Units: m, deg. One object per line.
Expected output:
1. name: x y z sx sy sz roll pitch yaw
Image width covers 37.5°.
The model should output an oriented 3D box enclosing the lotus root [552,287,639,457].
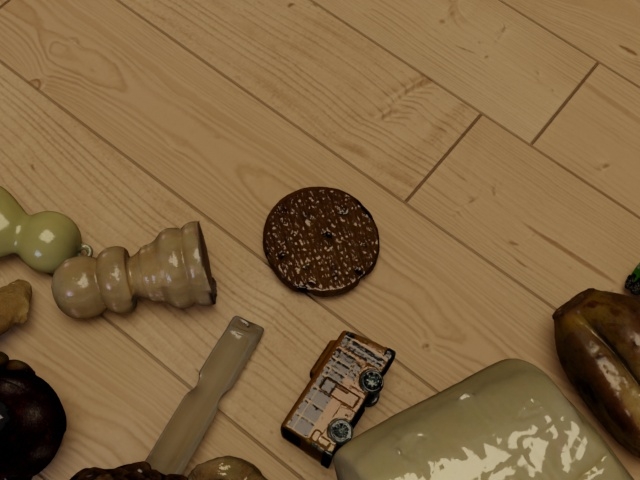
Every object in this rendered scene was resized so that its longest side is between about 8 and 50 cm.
1. lotus root: 0.492 0.200 1.492 0.193 0.193 0.291 -30 70 -16

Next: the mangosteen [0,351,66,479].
1. mangosteen: -0.481 0.269 1.397 0.209 0.210 0.210 1 64 -2

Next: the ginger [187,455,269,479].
1. ginger: -0.068 0.393 1.428 0.288 0.075 0.089 16 23 7

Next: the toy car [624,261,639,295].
1. toy car: 0.568 0.081 1.561 0.071 0.165 0.063 25 101 -5

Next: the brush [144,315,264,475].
1. brush: -0.186 0.261 1.503 0.060 0.050 0.321 23 58 11

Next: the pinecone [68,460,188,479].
1. pinecone: -0.274 0.463 1.280 0.242 0.298 0.296 17 88 -37

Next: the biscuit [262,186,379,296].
1. biscuit: 0.000 0.000 1.639 0.212 0.036 0.212 1 63 -2

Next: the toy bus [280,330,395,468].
1. toy bus: 0.028 0.244 1.490 0.114 0.098 0.201 30 68 11

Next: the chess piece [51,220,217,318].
1. chess piece: -0.309 0.063 1.547 0.260 0.143 0.143 -13 66 -4

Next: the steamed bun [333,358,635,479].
1. steamed bun: 0.244 0.429 1.307 0.371 0.290 0.456 -27 78 -13

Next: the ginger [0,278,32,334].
1. ginger: -0.650 0.186 1.473 0.348 0.122 0.363 -2 54 5

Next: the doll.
1. doll: -0.529 -0.016 1.587 0.296 0.117 0.141 20 71 -9
